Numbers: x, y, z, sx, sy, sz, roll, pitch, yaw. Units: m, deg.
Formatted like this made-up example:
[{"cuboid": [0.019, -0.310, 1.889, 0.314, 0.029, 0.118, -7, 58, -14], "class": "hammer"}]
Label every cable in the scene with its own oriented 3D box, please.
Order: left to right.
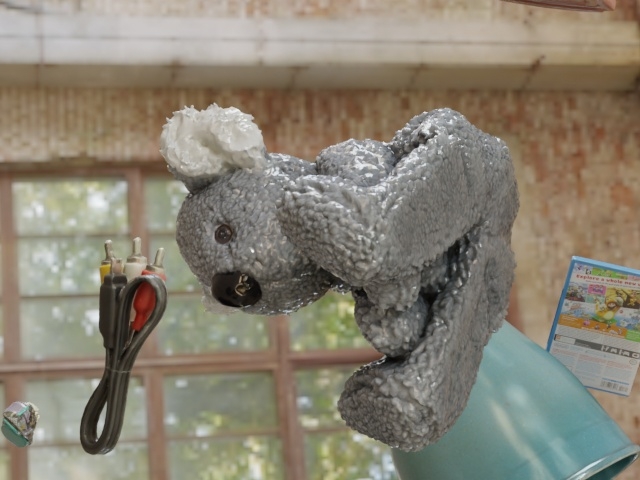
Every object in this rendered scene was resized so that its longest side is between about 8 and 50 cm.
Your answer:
[{"cuboid": [-0.247, 0.142, 1.935, 0.139, 0.072, 0.287, 7, -83, 39], "class": "cable"}]

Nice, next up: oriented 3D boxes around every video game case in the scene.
[{"cuboid": [0.355, 0.110, 1.880, 0.015, 0.119, 0.166, -75, 178, -71], "class": "video game case"}]

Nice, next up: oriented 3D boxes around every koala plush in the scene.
[{"cuboid": [0.000, 0.000, 0.979, 0.203, 0.221, 0.196, -53, 136, -42], "class": "koala plush"}]

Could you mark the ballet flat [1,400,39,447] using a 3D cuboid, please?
[{"cuboid": [-0.311, 0.191, 1.557, 0.114, 0.041, 0.041, 125, -39, -70], "class": "ballet flat"}]

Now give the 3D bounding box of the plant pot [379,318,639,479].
[{"cuboid": [0.197, 0.221, 1.766, 0.255, 0.272, 0.271, 57, -26, 18], "class": "plant pot"}]

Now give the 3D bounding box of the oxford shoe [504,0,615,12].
[{"cuboid": [0.236, -0.306, 1.479, 0.397, 0.141, 0.146, -51, 148, -81], "class": "oxford shoe"}]
